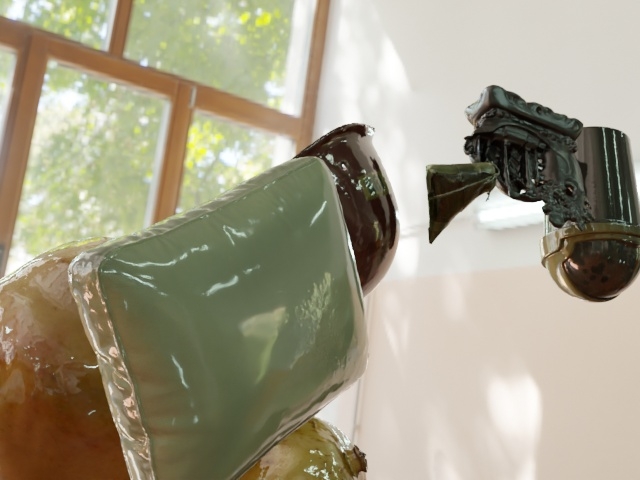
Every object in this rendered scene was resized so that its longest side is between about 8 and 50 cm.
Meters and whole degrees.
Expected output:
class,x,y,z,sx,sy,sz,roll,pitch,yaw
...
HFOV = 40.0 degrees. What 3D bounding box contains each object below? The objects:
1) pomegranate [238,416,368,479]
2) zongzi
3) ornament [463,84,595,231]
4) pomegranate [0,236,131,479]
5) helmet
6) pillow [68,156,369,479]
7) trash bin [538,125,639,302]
class,x,y,z,sx,sy,sz,roll,pitch,yaw
pomegranate,-0.026,0.335,1.177,0.215,0.215,0.215,7,-12,1
zongzi,0.212,-0.056,1.304,0.109,0.119,0.055,-3,7,3
ornament,0.372,-0.130,1.578,0.251,0.260,0.106,19,-37,-14
pomegranate,-0.315,0.185,1.217,0.412,0.411,0.411,7,-12,1
helmet,0.000,0.000,1.380,0.337,0.230,0.385,-38,-6,22
pillow,-0.070,0.079,0.810,0.120,0.255,0.322,-2,17,38
trash bin,0.541,-0.041,1.743,0.214,0.333,0.214,4,-21,2
